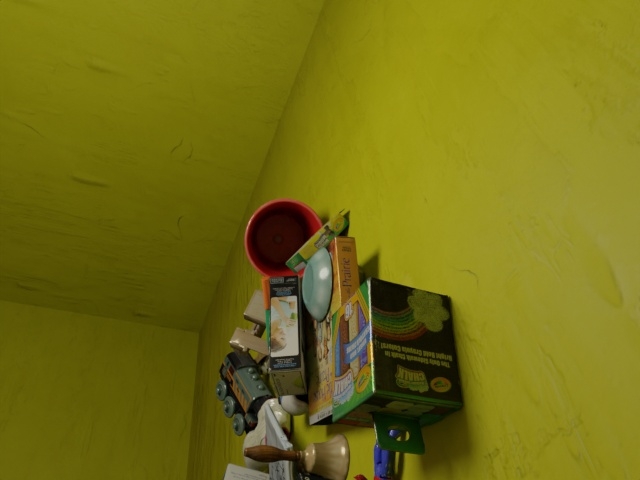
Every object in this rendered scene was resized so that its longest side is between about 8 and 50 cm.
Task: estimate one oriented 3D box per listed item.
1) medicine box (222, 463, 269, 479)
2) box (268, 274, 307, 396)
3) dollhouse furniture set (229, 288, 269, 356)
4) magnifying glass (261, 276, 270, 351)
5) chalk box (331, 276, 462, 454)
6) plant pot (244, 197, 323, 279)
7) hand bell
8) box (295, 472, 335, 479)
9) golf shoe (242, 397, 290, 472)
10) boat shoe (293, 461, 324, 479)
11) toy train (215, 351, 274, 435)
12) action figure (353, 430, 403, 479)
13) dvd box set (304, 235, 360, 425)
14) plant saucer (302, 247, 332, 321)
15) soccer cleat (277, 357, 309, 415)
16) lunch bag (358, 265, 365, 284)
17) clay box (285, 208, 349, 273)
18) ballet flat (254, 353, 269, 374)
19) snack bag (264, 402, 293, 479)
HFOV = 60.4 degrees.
[{"bbox_3d":[-0.280,0.915,1.731,0.289,0.149,0.263,-79,8,-59],"label":"medicine box"},{"bbox_3d":[-0.089,0.261,1.518,0.169,0.087,0.290,84,-177,-51],"label":"box"},{"bbox_3d":[-0.178,0.340,1.993,0.355,0.174,0.303,97,-164,-58],"label":"dollhouse furniture set"},{"bbox_3d":[-0.145,0.217,1.581,0.092,0.026,0.231,-87,-9,-75],"label":"magnifying glass"},{"bbox_3d":[0.133,0.247,1.020,0.179,0.180,0.289,127,152,-51],"label":"chalk box"},{"bbox_3d":[-0.133,-0.004,1.906,0.243,0.275,0.275,-168,91,-80],"label":"plant pot"},{"bbox_3d":[-0.066,0.519,1.324,0.126,0.242,0.126,-167,90,-73],"label":"hand bell"},{"bbox_3d":[-0.032,0.649,1.120,0.261,0.103,0.184,-63,25,8],"label":"box"},{"bbox_3d":[-0.174,0.658,1.771,0.140,0.115,0.306,-119,44,-59],"label":"golf shoe"},{"bbox_3d":[-0.020,0.610,1.428,0.066,0.066,0.183,-60,19,2],"label":"boat shoe"},{"bbox_3d":[-0.272,0.557,1.998,0.334,0.142,0.190,46,121,46],"label":"toy train"},{"bbox_3d":[0.093,0.442,1.087,0.091,0.139,0.280,141,136,-63],"label":"action figure"},{"bbox_3d":[0.029,0.241,1.421,0.307,0.062,0.420,126,145,-59],"label":"dvd box set"},{"bbox_3d":[-0.016,0.114,1.437,0.195,0.037,0.195,-175,90,-74],"label":"plant saucer"},{"bbox_3d":[-0.039,0.345,1.619,0.143,0.116,0.331,-21,58,49],"label":"soccer cleat"},{"bbox_3d":[0.079,0.106,1.486,0.083,0.053,0.071,-65,22,13],"label":"lunch bag"},{"bbox_3d":[0.000,0.000,1.669,0.222,0.053,0.127,-44,2,-27],"label":"clay box"},{"bbox_3d":[-0.215,0.465,2.083,0.232,0.080,0.073,-62,34,39],"label":"ballet flat"},{"bbox_3d":[-0.106,0.660,1.537,0.323,0.037,0.342,-165,70,-74],"label":"snack bag"}]
